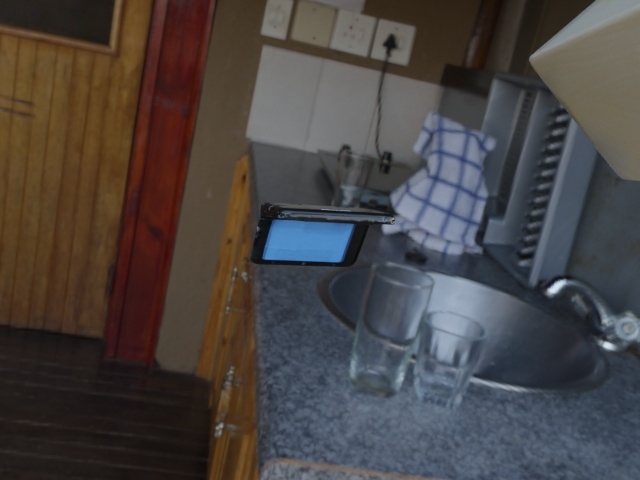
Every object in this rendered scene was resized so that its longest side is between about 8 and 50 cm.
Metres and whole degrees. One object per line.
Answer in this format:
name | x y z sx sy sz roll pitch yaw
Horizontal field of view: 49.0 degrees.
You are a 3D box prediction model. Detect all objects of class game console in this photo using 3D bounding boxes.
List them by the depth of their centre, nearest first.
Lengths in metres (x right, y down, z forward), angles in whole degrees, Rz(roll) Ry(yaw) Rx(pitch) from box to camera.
game console | 0.000 0.000 0.717 0.122 0.071 0.107 2 7 -19

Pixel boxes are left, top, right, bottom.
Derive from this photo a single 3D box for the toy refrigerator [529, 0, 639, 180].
toy refrigerator | 0.199 -0.090 0.307 0.102 0.094 0.269 50 3 -5
